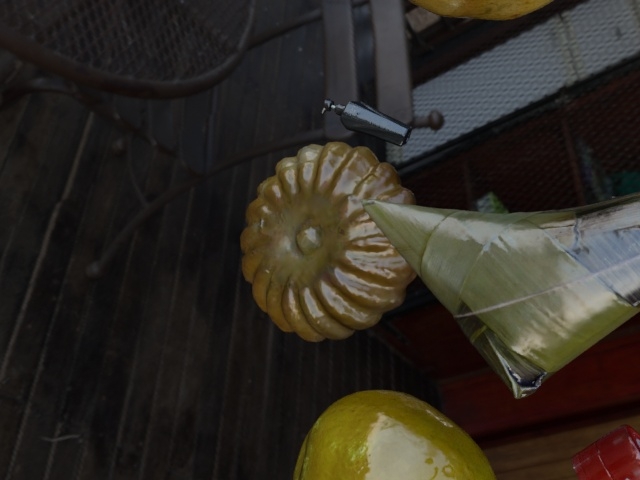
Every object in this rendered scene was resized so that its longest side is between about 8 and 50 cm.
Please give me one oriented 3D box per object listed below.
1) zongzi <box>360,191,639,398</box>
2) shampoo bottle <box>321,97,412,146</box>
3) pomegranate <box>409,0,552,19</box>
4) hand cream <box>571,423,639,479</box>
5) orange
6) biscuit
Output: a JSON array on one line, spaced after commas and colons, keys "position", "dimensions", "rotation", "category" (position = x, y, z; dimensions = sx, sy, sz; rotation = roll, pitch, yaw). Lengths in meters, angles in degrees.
[{"position": [0.240, -0.016, 0.901], "dimensions": [0.317, 0.289, 0.154], "rotation": [48, 21, 4], "category": "zongzi"}, {"position": [0.066, -0.176, 1.107], "dimensions": [0.048, 0.137, 0.027], "rotation": [-59, 160, -14], "category": "shampoo bottle"}, {"position": [0.263, -0.552, 1.243], "dimensions": [0.416, 0.417, 0.416], "rotation": [37, 41, -41], "category": "pomegranate"}, {"position": [0.569, 0.446, 1.393], "dimensions": [0.193, 0.125, 0.193], "rotation": [43, 18, -17], "category": "hand cream"}, {"position": [0.090, 0.326, 0.952], "dimensions": [0.235, 0.279, 0.279], "rotation": [-45, 113, -24], "category": "orange"}, {"position": [0.000, 0.000, 1.200], "dimensions": [0.107, 0.326, 0.325], "rotation": [12, 60, -58], "category": "biscuit"}]
